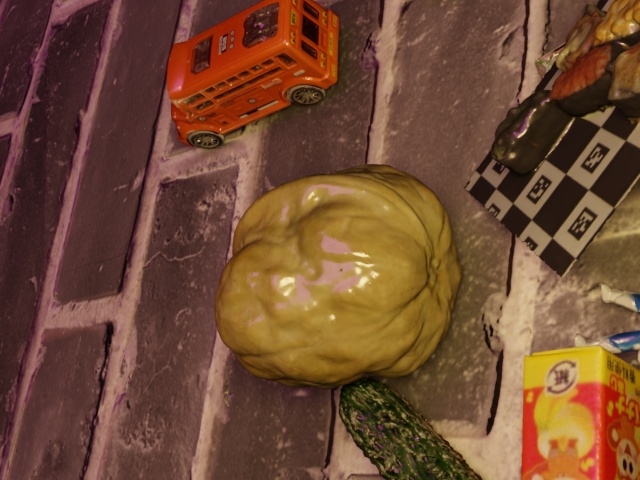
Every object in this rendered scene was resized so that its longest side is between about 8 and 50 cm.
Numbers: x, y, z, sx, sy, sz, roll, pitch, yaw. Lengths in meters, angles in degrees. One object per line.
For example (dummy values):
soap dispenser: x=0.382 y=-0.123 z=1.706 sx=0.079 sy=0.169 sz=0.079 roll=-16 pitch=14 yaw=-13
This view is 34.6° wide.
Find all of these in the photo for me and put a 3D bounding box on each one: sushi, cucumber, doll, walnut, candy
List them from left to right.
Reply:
walnut: x=0.024 y=0.045 z=1.230 sx=0.277 sy=0.253 sz=0.282 roll=-15 pitch=52 yaw=31
cucumber: x=0.120 y=0.270 z=1.146 sx=0.096 sy=0.096 sz=0.359 roll=-54 pitch=39 yaw=7
sushi: x=0.286 y=-0.171 z=1.127 sx=0.359 sy=0.064 sz=0.343 roll=-56 pitch=18 yaw=11
candy: x=0.262 y=0.252 z=0.981 sx=0.088 sy=0.146 sz=0.276 roll=-13 pitch=59 yaw=39
doll: x=0.374 y=0.087 z=1.015 sx=0.227 sy=0.057 sz=0.114 roll=9 pitch=42 yaw=37

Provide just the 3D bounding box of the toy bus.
toy bus: x=-0.129 y=-0.267 z=1.623 sx=0.329 sy=0.153 sz=0.142 roll=-18 pitch=59 yaw=37

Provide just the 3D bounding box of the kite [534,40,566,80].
kite: x=0.359 y=-0.193 z=1.221 sx=0.268 sy=0.013 sz=0.322 roll=20 pitch=86 yaw=48
